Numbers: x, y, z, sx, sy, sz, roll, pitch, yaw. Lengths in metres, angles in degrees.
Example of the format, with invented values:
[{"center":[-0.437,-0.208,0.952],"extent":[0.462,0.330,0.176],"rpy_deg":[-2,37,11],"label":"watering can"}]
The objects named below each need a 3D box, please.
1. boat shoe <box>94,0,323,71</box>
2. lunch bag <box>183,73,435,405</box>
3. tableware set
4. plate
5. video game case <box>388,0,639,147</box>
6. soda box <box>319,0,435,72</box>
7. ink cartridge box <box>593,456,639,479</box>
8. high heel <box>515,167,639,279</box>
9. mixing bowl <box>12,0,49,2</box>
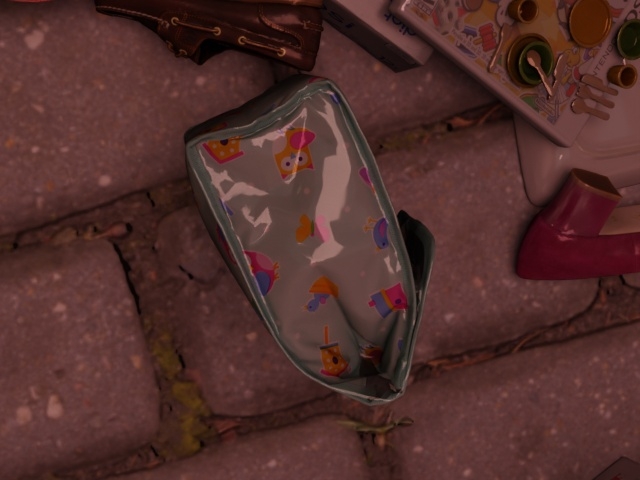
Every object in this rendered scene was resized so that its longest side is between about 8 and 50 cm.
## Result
[{"center":[-0.100,-0.187,1.061],"extent":[0.207,0.073,0.073],"rpy_deg":[9,99,15],"label":"boat shoe"},{"center":[0.000,0.000,1.040],"extent":[0.160,0.223,0.262],"rpy_deg":[-28,99,-1],"label":"lunch bag"},{"center":[0.225,-0.171,1.092],"extent":[0.154,0.024,0.104],"rpy_deg":[18,94,-29],"label":"tableware set"},{"center":[0.310,-0.191,1.185],"extent":[0.278,0.045,0.277],"rpy_deg":[-12,97,-10],"label":"plate"},{"center":[0.195,-0.226,1.091],"extent":[0.227,0.026,0.206],"rpy_deg":[33,87,-28],"label":"video game case"},{"center":[-0.007,-0.270,1.089],"extent":[0.286,0.091,0.098],"rpy_deg":[35,86,-12],"label":"soda box"},{"center":[0.279,0.331,1.079],"extent":[0.223,0.307,0.129],"rpy_deg":[-37,98,-7],"label":"ink cartridge box"},{"center":[0.310,0.019,1.195],"extent":[0.244,0.082,0.117],"rpy_deg":[16,119,-25],"label":"high heel"},{"center":[-0.243,-0.285,1.035],"extent":[0.181,0.098,0.181],"rpy_deg":[-1,94,-11],"label":"mixing bowl"}]
